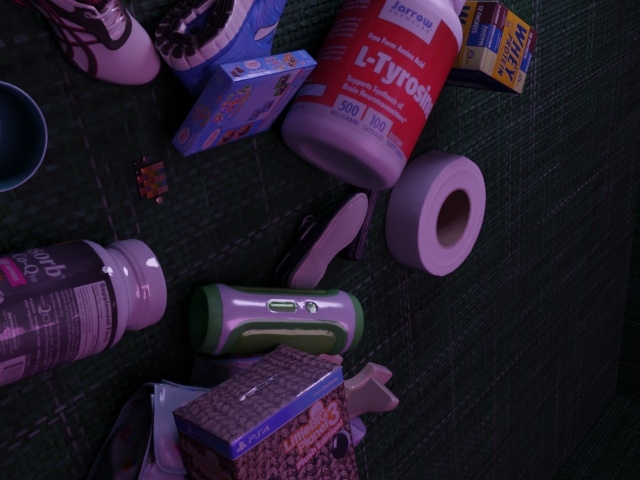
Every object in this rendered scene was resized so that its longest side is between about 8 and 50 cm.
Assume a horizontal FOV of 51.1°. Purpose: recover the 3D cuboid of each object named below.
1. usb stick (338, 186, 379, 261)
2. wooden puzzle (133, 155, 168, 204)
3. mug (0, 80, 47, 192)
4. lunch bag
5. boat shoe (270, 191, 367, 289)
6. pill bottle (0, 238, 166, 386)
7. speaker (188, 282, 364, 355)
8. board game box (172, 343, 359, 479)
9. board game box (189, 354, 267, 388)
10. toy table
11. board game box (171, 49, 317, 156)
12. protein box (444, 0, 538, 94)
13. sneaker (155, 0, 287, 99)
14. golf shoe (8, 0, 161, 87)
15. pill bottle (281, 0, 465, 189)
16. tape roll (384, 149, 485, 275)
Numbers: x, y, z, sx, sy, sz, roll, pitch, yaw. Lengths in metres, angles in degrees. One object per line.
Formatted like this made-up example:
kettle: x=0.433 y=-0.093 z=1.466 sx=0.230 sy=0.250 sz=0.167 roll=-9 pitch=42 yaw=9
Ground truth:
usb stick: x=0.093 y=-0.090 z=1.395 sx=0.045 sy=0.077 sz=0.277 roll=14 pitch=95 yaw=-12
wooden puzzle: x=-0.263 y=-0.094 z=1.041 sx=0.049 sy=0.006 sz=0.083 roll=-29 pitch=124 yaw=-39
mug: x=-0.404 y=-0.141 z=0.793 sx=0.129 sy=0.097 sz=0.157 roll=8 pitch=97 yaw=-49
lunch bag: x=-0.240 y=0.364 z=1.115 sx=0.223 sy=0.160 sz=0.262 roll=21 pitch=93 yaw=-45
boat shoe: x=0.000 y=0.000 z=1.317 sx=0.254 sy=0.079 sz=0.095 roll=-55 pitch=139 yaw=-15
pill bottle: x=-0.357 y=0.087 z=0.886 sx=0.279 sy=0.162 sz=0.162 roll=-17 pitch=116 yaw=-45
speaker: x=-0.075 y=0.142 z=1.190 sx=0.297 sy=0.131 sz=0.131 roll=5 pitch=101 yaw=-28
board game box: x=-0.072 y=0.356 z=1.064 sx=0.232 sy=0.141 sz=0.290 roll=-27 pitch=117 yaw=-40
board game box: x=-0.171 y=0.265 z=1.252 sx=0.154 sy=0.026 sz=0.103 roll=6 pitch=100 yaw=-42
toy table: x=0.028 y=0.307 z=1.360 sx=0.160 sy=0.252 sz=0.274 roll=-57 pitch=150 yaw=7
board game box: x=-0.114 y=-0.215 z=1.036 sx=0.160 sy=0.039 sz=0.211 roll=-46 pitch=172 yaw=37
protein box: x=0.312 y=-0.407 z=1.415 sx=0.200 sy=0.201 sz=0.135 roll=7 pitch=99 yaw=-49
sneaker: x=-0.123 y=-0.347 z=1.033 sx=0.330 sy=0.130 sz=0.147 roll=-55 pitch=157 yaw=-23
golf shoe: x=-0.292 y=-0.283 z=0.851 sx=0.273 sy=0.120 sz=0.105 roll=39 pitch=73 yaw=-50
pill bottle: x=0.113 y=-0.316 z=1.207 sx=0.229 sy=0.229 sz=0.407 roll=35 pitch=78 yaw=-49
tape roll: x=0.277 y=-0.064 z=1.588 sx=0.286 sy=0.100 sz=0.286 roll=-20 pitch=119 yaw=-42
